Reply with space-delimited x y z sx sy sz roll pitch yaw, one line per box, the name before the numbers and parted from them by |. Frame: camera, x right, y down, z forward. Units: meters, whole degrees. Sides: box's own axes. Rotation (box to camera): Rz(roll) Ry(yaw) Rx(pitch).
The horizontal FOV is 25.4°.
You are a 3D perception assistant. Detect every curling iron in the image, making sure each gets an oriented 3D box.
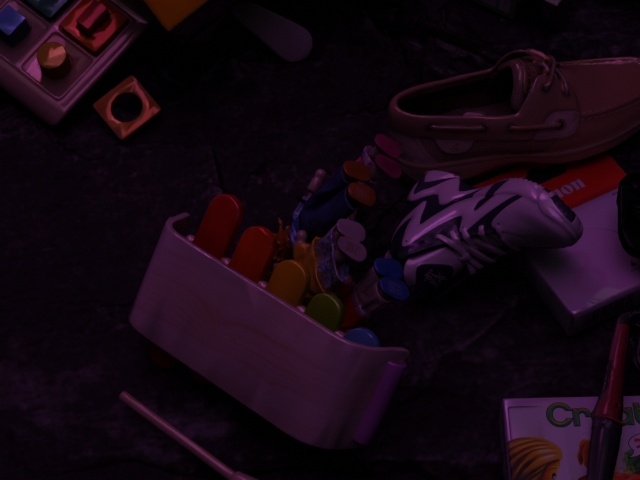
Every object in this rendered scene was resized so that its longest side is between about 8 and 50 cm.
curling iron | 0.297 0.176 1.397 0.068 0.035 0.274 16 53 15

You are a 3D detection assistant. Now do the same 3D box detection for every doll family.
doll family | 0.000 0.000 1.535 0.118 0.163 0.263 20 50 -23

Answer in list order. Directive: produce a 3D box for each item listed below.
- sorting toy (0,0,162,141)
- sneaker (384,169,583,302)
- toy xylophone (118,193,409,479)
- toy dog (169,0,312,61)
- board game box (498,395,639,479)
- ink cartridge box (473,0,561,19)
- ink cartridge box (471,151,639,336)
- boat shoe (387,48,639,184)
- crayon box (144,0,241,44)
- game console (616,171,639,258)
sorting toy | -0.328 -0.263 1.742 0.348 0.047 0.196 37 81 13
sneaker | 0.160 0.011 1.525 0.235 0.094 0.153 17 65 43
toy xylophone | -0.081 0.114 1.450 0.323 0.236 0.081 40 21 22
toy dog | -0.033 -0.339 1.807 0.334 0.161 0.220 -12 61 9
board game box | 0.336 0.246 1.399 0.305 0.053 0.193 -2 53 1
ink cartridge box | 0.237 -0.356 1.835 0.209 0.062 0.109 29 60 21
ink cartridge box | 0.296 -0.023 1.597 0.189 0.066 0.232 -24 61 -14
boat shoe | 0.244 -0.158 1.653 0.341 0.110 0.121 -17 47 -9
crayon box | -0.122 -0.468 1.679 0.363 0.106 0.313 -38 86 4
game console | 0.492 0.012 1.527 0.361 0.044 0.213 9 53 -7
